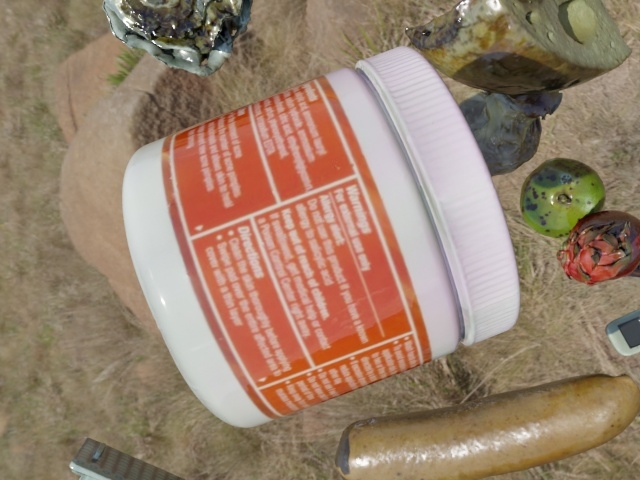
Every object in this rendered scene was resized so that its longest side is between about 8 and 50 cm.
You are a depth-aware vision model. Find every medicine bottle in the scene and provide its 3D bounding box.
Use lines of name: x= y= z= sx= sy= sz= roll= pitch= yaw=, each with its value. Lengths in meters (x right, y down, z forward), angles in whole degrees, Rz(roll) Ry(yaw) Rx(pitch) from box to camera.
medicine bottle: x=0.000 y=0.000 z=0.462 sx=0.241 sy=0.252 sz=0.252 roll=-20 pitch=74 yaw=2

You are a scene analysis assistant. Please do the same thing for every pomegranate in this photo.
pomegranate: x=0.636 y=-0.108 z=1.446 sx=0.211 sy=0.263 sz=0.210 roll=-1 pitch=89 yaw=20

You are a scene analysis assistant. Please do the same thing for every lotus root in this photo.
lotus root: x=0.269 y=-0.259 z=0.731 sx=0.210 sy=0.314 sz=0.141 roll=-2 pitch=107 yaw=63

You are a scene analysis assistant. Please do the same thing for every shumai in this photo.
shumai: x=0.331 y=-0.228 z=0.986 sx=0.162 sy=0.153 sz=0.209 roll=17 pitch=82 yaw=5

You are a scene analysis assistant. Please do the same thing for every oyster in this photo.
oyster: x=-0.169 y=-0.339 z=0.654 sx=0.112 sy=0.199 sz=0.267 roll=154 pitch=127 yaw=-70

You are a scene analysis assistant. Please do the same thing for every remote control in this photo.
remote control: x=0.805 y=0.175 z=1.256 sx=0.310 sy=0.038 sz=0.090 roll=-21 pitch=75 yaw=-2

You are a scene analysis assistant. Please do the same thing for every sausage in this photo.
sausage: x=0.262 y=0.321 z=0.901 sx=0.501 sy=0.123 sz=0.136 roll=-17 pitch=112 yaw=16

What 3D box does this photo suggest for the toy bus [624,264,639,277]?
toy bus: x=0.989 y=0.081 z=1.558 sx=0.235 sy=0.096 sz=0.073 roll=5 pitch=68 yaw=24

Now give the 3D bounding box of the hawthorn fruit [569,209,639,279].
hawthorn fruit: x=0.679 y=0.004 z=1.290 sx=0.169 sy=0.188 sz=0.168 roll=5 pitch=105 yaw=21

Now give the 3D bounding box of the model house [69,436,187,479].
model house: x=-0.254 y=0.398 z=0.694 sx=0.198 sy=0.224 sz=0.215 roll=-51 pitch=14 yaw=56

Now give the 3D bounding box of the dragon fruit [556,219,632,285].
dragon fruit: x=0.533 y=0.022 z=1.062 sx=0.142 sy=0.121 sz=0.130 roll=151 pitch=132 yaw=-66
